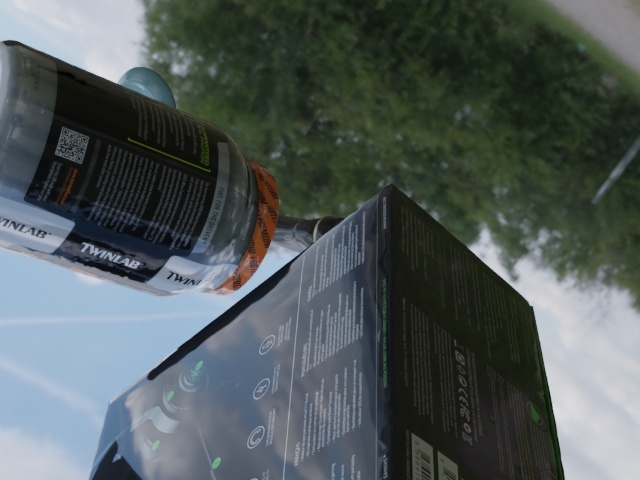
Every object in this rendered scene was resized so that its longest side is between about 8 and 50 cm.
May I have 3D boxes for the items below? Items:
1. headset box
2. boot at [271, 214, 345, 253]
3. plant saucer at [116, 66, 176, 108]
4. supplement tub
[{"bbox_3d":[-0.020,0.152,0.582,0.131,0.283,0.246,39,-150,-24],"label":"headset box"},{"bbox_3d":[0.000,0.000,1.508,0.137,0.076,0.198,8,165,29],"label":"boot"},{"bbox_3d":[-0.252,-0.181,1.486,0.119,0.119,0.021,38,-148,20],"label":"plant saucer"},{"bbox_3d":[-0.210,-0.057,1.072,0.316,0.193,0.193,21,-165,-33],"label":"supplement tub"}]
